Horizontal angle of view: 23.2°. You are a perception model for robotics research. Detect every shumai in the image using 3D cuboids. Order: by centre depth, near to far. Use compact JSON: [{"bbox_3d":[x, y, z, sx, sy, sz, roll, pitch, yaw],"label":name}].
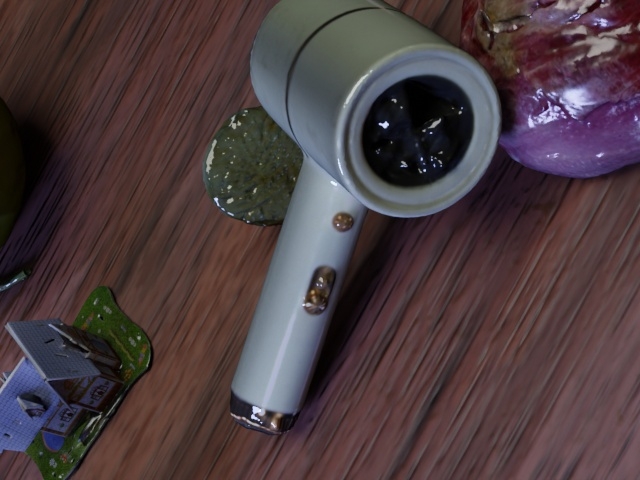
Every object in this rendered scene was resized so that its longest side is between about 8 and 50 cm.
[{"bbox_3d":[-0.042,-0.062,1.280,0.087,0.124,0.098,-177,75,-76],"label":"shumai"}]

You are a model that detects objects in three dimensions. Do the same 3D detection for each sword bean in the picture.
[{"bbox_3d":[-0.309,0.045,1.497,0.083,0.012,0.012,-25,58,29],"label":"sword bean"}]

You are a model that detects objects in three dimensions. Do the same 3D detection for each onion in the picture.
[{"bbox_3d":[0.215,-0.178,1.084,0.284,0.120,0.227,-21,66,32],"label":"onion"}]

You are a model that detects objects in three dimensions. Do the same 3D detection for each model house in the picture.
[{"bbox_3d":[-0.241,0.120,1.359,0.167,0.088,0.117,-52,50,11],"label":"model house"}]

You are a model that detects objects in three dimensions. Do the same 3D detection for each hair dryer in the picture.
[{"bbox_3d":[0.000,0.000,1.170,0.203,0.128,0.362,46,122,59],"label":"hair dryer"}]

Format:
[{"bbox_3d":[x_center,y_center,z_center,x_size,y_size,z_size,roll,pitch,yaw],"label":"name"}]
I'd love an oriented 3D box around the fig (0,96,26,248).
[{"bbox_3d":[-0.396,-0.054,1.442,0.239,0.239,0.271,-51,8,12],"label":"fig"}]
